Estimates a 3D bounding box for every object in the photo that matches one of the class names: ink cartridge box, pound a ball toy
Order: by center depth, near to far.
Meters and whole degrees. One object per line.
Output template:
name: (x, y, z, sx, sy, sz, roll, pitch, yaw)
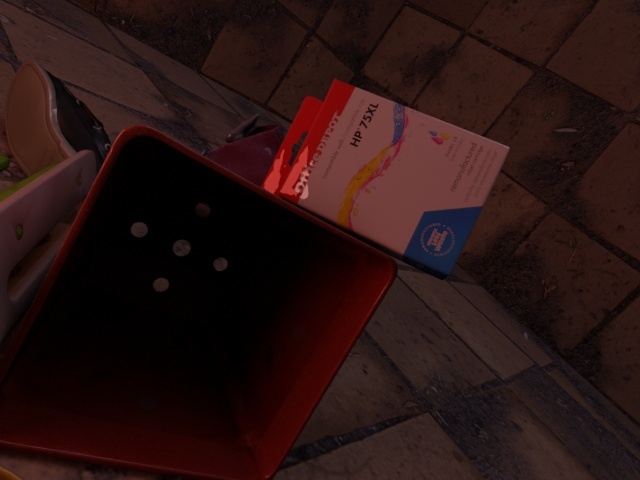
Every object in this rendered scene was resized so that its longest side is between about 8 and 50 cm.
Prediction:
pound a ball toy: (-0.342, -0.011, 0.415, 0.208, 0.136, 0.319, 5, 21, -13)
ink cartridge box: (0.051, -0.070, 0.473, 0.230, 0.134, 0.078, 25, -3, 13)

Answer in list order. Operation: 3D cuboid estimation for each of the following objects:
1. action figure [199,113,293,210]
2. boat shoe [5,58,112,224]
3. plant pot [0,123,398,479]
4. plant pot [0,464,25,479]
action figure: (-0.088, -0.041, 0.887, 0.275, 0.248, 0.370, -44, 108, -41)
boat shoe: (-0.375, -0.144, 0.695, 0.340, 0.127, 0.113, 48, 19, 28)
plant pot: (-0.134, 0.048, 0.481, 0.267, 0.268, 0.235, 27, 6, -29)
plant pot: (-0.205, 0.184, 0.204, 0.134, 0.095, 0.134, 33, 16, -11)
